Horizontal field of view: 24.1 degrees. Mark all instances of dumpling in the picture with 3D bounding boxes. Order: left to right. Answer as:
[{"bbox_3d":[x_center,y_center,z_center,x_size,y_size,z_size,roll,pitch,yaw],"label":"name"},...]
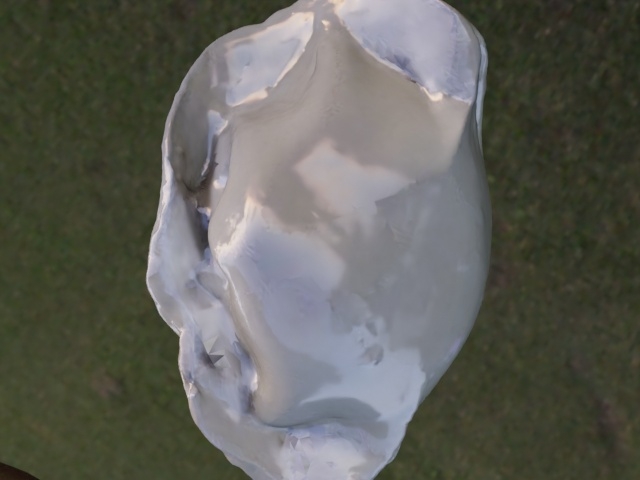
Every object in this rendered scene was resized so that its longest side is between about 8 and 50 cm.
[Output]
[{"bbox_3d":[0.000,0.000,0.715,0.162,0.250,0.132,12,-176,7],"label":"dumpling"}]

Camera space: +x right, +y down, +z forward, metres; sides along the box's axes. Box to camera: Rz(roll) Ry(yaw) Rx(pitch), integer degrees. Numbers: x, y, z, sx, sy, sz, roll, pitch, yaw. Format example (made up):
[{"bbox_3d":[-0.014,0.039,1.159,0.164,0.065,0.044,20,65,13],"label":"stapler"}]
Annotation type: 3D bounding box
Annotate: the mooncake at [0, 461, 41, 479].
[{"bbox_3d":[-0.201,0.254,0.656,0.393,0.394,0.246,39,110,24],"label":"mooncake"}]
